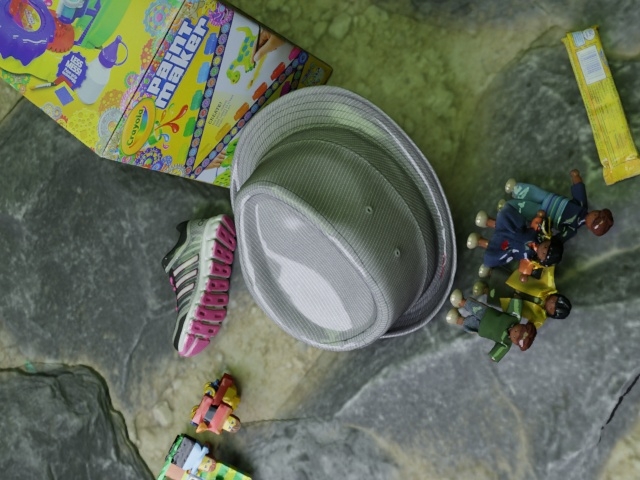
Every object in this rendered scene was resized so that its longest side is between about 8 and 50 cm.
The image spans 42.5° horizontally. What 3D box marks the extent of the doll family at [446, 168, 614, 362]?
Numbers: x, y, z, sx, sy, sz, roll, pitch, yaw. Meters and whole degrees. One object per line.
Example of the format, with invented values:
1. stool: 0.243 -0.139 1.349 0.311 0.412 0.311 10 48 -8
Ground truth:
1. doll family: 0.202 0.022 0.784 0.111 0.076 0.192 20 100 46

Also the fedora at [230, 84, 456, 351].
1. fedora: 0.000 0.000 0.804 0.244 0.124 0.275 -20 106 33

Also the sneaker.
1. sneaker: -0.152 0.049 0.969 0.075 0.063 0.170 8 84 27

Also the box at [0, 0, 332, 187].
1. box: -0.194 -0.212 0.891 0.290 0.279 0.177 36 102 25

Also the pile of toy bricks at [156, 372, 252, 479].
1. pile of toy bricks: -0.124 0.267 0.924 0.105 0.118 0.212 28 89 -6

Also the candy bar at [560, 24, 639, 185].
1. candy bar: 0.272 -0.135 0.795 0.040 0.018 0.161 -18 77 21
